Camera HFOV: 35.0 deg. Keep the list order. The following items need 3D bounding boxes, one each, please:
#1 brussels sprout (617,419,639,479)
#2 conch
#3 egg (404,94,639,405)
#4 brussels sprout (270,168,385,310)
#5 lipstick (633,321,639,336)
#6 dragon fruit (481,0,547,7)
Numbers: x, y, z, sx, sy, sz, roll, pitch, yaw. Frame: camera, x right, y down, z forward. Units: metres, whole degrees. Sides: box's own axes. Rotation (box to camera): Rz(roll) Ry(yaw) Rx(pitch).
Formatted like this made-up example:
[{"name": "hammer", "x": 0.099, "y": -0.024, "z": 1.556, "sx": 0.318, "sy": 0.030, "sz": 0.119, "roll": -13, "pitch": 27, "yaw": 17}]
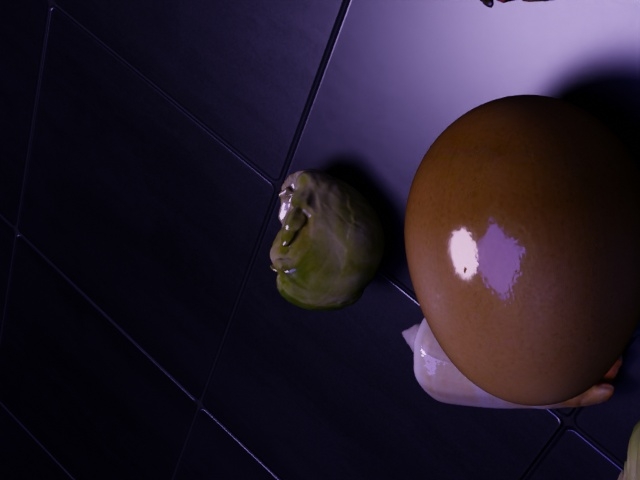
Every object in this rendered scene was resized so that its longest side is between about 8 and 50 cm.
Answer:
[{"name": "brussels sprout", "x": 0.432, "y": 0.247, "z": 0.961, "sx": 0.354, "sy": 0.289, "sz": 0.281, "roll": -33, "pitch": 74, "yaw": 58}, {"name": "conch", "x": 0.224, "y": 0.135, "z": 1.223, "sx": 0.255, "sy": 0.127, "sz": 0.158, "roll": 16, "pitch": 93, "yaw": 10}, {"name": "egg", "x": 0.214, "y": 0.012, "z": 1.043, "sx": 0.250, "sy": 0.250, "sz": 0.322, "roll": -1, "pitch": 101, "yaw": 42}, {"name": "brussels sprout", "x": 0.008, "y": 0.002, "z": 1.310, "sx": 0.131, "sy": 0.145, "sz": 0.183, "roll": 140, "pitch": 141, "yaw": -69}, {"name": "lipstick", "x": 0.411, "y": 0.035, "z": 1.040, "sx": 0.234, "sy": 0.053, "sz": 0.053, "roll": -32, "pitch": 89, "yaw": 41}, {"name": "dragon fruit", "x": 0.178, "y": -0.342, "z": 0.900, "sx": 0.291, "sy": 0.250, "sz": 0.269, "roll": 17, "pitch": 131, "yaw": 17}]
